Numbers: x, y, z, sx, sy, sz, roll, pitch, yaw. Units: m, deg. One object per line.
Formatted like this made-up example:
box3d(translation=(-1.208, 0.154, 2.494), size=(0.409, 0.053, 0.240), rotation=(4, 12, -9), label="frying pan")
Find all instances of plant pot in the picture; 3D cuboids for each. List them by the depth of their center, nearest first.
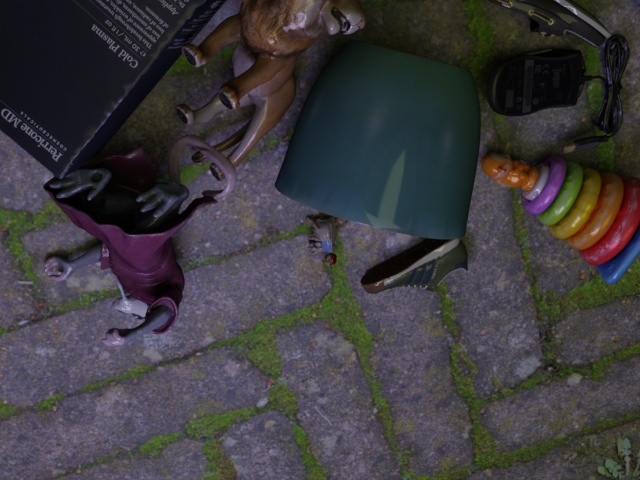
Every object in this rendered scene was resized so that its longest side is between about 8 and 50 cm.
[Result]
box3d(translation=(0.103, -0.158, 1.264), size=(0.292, 0.293, 0.235), rotation=(12, 102, -16), label="plant pot")

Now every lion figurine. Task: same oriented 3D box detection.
box3d(translation=(-0.077, -0.246, 1.219), size=(0.240, 0.392, 0.142), rotation=(-42, 90, -23), label="lion figurine")

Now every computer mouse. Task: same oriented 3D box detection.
box3d(translation=(0.375, -0.226, 1.397), size=(0.261, 0.060, 0.184), rotation=(-15, 116, -15), label="computer mouse")

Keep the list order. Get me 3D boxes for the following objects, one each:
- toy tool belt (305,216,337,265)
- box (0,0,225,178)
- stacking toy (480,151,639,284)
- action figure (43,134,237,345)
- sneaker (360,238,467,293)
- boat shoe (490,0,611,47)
box3d(translation=(0.000, 0.000, 1.459), size=(0.051, 0.052, 0.083), rotation=(7, 118, 22), label="toy tool belt")
box3d(translation=(-0.347, -0.317, 1.101), size=(0.343, 0.179, 0.312), rotation=(42, 103, -10), label="box")
box3d(translation=(0.403, -0.076, 1.446), size=(0.301, 0.175, 0.166), rotation=(26, 111, -7), label="stacking toy")
box3d(translation=(-0.279, 0.006, 1.338), size=(0.275, 0.248, 0.370), rotation=(-37, 152, -20), label="action figure")
box3d(translation=(0.172, 0.061, 1.506), size=(0.192, 0.064, 0.086), rotation=(-29, 114, 2), label="sneaker")
box3d(translation=(0.336, -0.350, 1.311), size=(0.227, 0.081, 0.069), rotation=(27, 113, -14), label="boat shoe")
